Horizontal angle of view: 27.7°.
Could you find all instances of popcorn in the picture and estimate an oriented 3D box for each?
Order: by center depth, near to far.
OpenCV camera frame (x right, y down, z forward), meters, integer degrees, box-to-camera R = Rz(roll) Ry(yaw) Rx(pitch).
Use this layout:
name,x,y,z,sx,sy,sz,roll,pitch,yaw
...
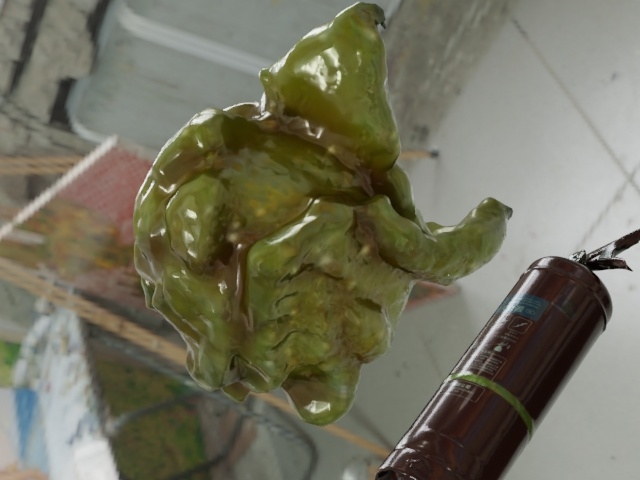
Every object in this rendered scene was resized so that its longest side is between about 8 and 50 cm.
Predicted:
name,x,y,z,sx,sy,sz,roll,pitch,yaw
popcorn,0.001,-0.001,1.126,0.321,0.325,0.290,110,171,-60

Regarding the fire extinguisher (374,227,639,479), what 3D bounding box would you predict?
name,x,y,z,sx,sy,sz,roll,pitch,yaw
fire extinguisher,0.070,0.046,0.460,0.132,0.039,0.056,-49,15,-30
